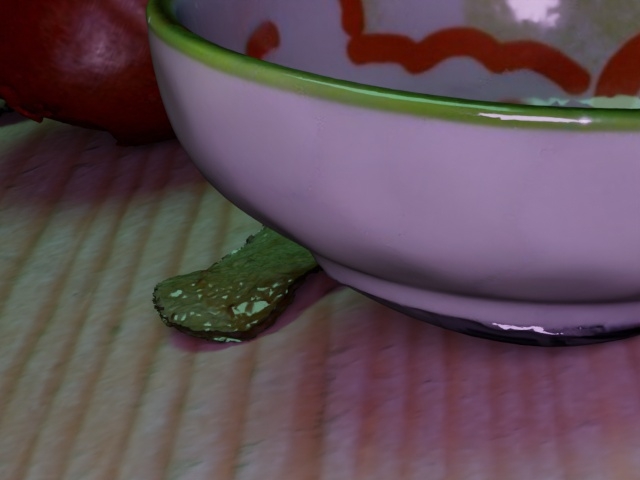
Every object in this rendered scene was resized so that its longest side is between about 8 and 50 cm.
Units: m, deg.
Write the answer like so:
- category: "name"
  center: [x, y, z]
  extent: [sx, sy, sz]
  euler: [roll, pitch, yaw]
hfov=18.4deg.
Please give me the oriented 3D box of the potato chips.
- category: "potato chips"
  center: [0.000, 0.000, 1.022]
  extent: [0.142, 0.026, 0.209]
  euler: [-13, 15, 22]

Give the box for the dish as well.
- category: "dish"
  center: [0.084, -0.035, 0.841]
  extent: [0.324, 0.124, 0.324]
  euler: [3, 17, -1]

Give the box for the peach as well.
- category: "peach"
  center: [-0.122, -0.239, 1.346]
  extent: [0.339, 0.353, 0.416]
  euler: [2, -9, -30]

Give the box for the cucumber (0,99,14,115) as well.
- category: "cucumber"
  center: [-0.208, -0.199, 1.734]
  extent: [0.096, 0.096, 0.359]
  euler: [-8, 17, 28]
